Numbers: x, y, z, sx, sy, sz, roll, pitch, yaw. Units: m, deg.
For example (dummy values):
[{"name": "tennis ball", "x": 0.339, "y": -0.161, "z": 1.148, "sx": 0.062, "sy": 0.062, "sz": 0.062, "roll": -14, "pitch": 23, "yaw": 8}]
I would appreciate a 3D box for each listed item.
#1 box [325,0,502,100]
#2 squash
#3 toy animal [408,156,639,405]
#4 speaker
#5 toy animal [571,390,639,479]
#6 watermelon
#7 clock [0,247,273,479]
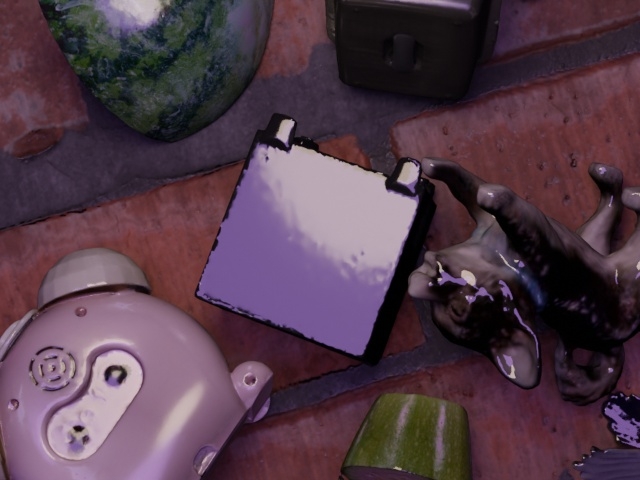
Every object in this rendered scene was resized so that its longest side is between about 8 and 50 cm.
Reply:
[{"name": "box", "x": 0.114, "y": -0.300, "z": 1.778, "sx": 0.221, "sy": 0.290, "sz": 0.166, "roll": 8, "pitch": 71, "yaw": 6}, {"name": "squash", "x": 0.113, "y": 0.263, "z": 1.789, "sx": 0.170, "sy": 0.170, "sz": 0.122, "roll": 9, "pitch": 71, "yaw": 5}, {"name": "toy animal", "x": 0.258, "y": 0.064, "z": 1.739, "sx": 0.344, "sy": 0.194, "sz": 0.302, "roll": 0, "pitch": 105, "yaw": -27}, {"name": "speaker", "x": 0.000, "y": 0.000, "z": 1.806, "sx": 0.232, "sy": 0.184, "sz": 0.254, "roll": 20, "pitch": 86, "yaw": 9}, {"name": "toy animal", "x": 0.407, "y": 0.375, "z": 1.747, "sx": 0.302, "sy": 0.225, "sz": 0.284, "roll": 23, "pitch": 103, "yaw": 10}, {"name": "watermelon", "x": -0.189, "y": -0.264, "z": 1.865, "sx": 0.260, "sy": 0.256, "sz": 0.176, "roll": -17, "pitch": 39, "yaw": 10}, {"name": "clock", "x": -0.265, "y": 0.206, "z": 1.793, "sx": 0.326, "sy": 0.184, "sz": 0.342, "roll": 32, "pitch": 68, "yaw": 10}]
